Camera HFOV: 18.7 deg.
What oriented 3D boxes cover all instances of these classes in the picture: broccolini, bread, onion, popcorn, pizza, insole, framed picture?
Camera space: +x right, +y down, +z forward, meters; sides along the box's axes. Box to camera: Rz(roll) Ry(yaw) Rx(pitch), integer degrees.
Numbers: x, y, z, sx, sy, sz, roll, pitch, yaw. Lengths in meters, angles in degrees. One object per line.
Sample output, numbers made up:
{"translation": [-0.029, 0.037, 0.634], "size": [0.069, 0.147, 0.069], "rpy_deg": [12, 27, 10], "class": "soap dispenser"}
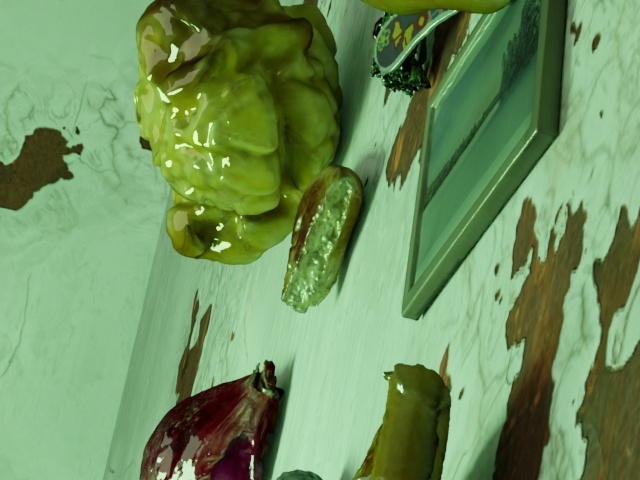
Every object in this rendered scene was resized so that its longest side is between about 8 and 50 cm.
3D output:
{"translation": [0.087, -0.261, 1.767], "size": [0.123, 0.062, 0.271], "rpy_deg": [0, 81, 64], "class": "broccolini"}
{"translation": [0.003, -0.020, 1.906], "size": [0.136, 0.054, 0.154], "rpy_deg": [-102, 33, -64], "class": "bread"}
{"translation": [-0.126, 0.236, 2.067], "size": [0.227, 0.120, 0.283], "rpy_deg": [-104, 30, -59], "class": "onion"}
{"translation": [-0.083, -0.129, 2.082], "size": [0.265, 0.225, 0.332], "rpy_deg": [-145, 59, -60], "class": "popcorn"}
{"translation": [0.020, 0.247, 1.266], "size": [0.223, 0.089, 0.323], "rpy_deg": [100, -177, -73], "class": "pizza"}
{"translation": [0.098, -0.207, 1.656], "size": [0.197, 0.004, 0.065], "rpy_deg": [-42, 46, 47], "class": "insole"}
{"translation": [0.124, -0.093, 1.471], "size": [0.289, 0.016, 0.213], "rpy_deg": [121, 160, -58], "class": "framed picture"}

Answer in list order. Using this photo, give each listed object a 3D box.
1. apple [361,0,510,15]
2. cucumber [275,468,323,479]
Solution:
{"translation": [0.100, -0.344, 1.496], "size": [0.179, 0.254, 0.346], "rpy_deg": [36, -123, -58], "class": "apple"}
{"translation": [-0.013, 0.230, 1.630], "size": [0.112, 0.064, 0.064], "rpy_deg": [-103, 29, -76], "class": "cucumber"}
